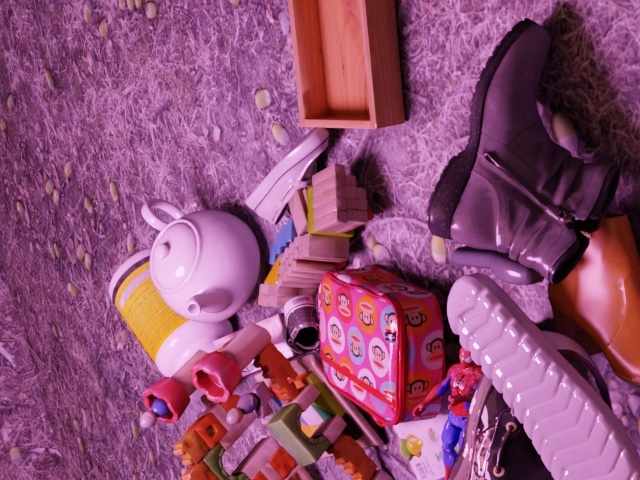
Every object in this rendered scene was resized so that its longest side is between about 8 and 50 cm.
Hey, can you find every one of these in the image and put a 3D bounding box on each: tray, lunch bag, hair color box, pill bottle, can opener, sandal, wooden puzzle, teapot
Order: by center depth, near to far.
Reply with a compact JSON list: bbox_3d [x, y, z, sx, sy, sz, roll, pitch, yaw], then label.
[{"bbox_3d":[0.330,0.199,1.429,0.416,0.102,0.169,55,150,22],"label":"sandal"},{"bbox_3d":[0.258,0.012,1.534,0.280,0.093,0.074,-169,66,-72],"label":"can opener"},{"bbox_3d":[0.034,-0.397,1.745,0.203,0.076,0.410,10,109,51],"label":"tray"},{"bbox_3d":[0.101,0.190,1.788,0.293,0.120,0.258,23,117,62],"label":"lunch bag"},{"bbox_3d":[-0.012,0.330,2.021,0.221,0.044,0.239,52,146,-8],"label":"wooden puzzle"},{"bbox_3d":[-0.127,0.218,2.129,0.167,0.053,0.093,-25,81,23],"label":"hair color box"},{"bbox_3d":[-0.261,0.038,2.132,0.256,0.187,0.252,-1,74,45],"label":"teapot"},{"bbox_3d":[-0.313,0.185,2.307,0.334,0.188,0.188,49,136,31],"label":"pill bottle"}]

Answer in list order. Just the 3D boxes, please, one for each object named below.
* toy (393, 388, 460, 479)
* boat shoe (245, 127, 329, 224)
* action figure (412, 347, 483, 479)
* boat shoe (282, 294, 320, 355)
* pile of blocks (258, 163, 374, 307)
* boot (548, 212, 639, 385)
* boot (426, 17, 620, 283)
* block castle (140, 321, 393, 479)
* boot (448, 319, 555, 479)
[{"bbox_3d":[0.224,0.314,1.756,0.237,0.056,0.136,-38,71,44],"label":"toy"},{"bbox_3d":[-0.046,-0.114,1.940,0.088,0.096,0.267,43,133,-3],"label":"boat shoe"},{"bbox_3d":[0.199,0.299,1.643,0.091,0.139,0.280,19,108,42],"label":"action figure"},{"bbox_3d":[-0.031,0.180,1.966,0.219,0.078,0.070,80,173,-63],"label":"boat shoe"},{"bbox_3d":[0.000,0.000,1.913,0.362,0.113,0.149,-54,39,42],"label":"pile of blocks"},{"bbox_3d":[0.413,0.071,1.386,0.295,0.104,0.211,11,111,55],"label":"boot"},{"bbox_3d":[0.305,-0.120,1.411,0.223,0.118,0.338,20,88,30],"label":"boot"},{"bbox_3d":[-0.115,0.403,1.979,0.453,0.213,0.303,51,142,-8],"label":"block castle"},{"bbox_3d":[0.347,0.330,1.524,0.284,0.138,0.377,19,90,30],"label":"boot"}]
